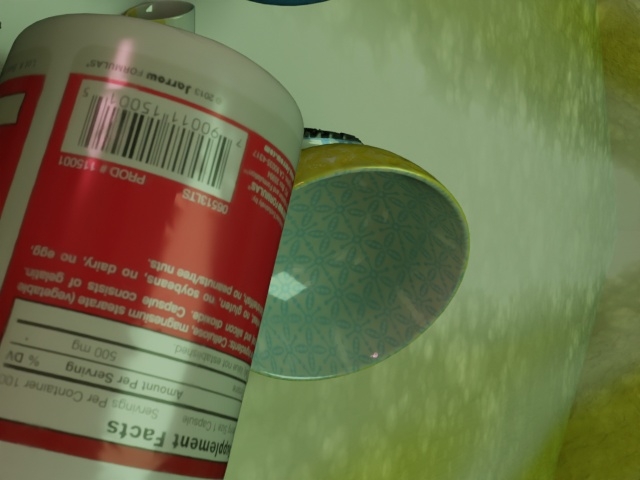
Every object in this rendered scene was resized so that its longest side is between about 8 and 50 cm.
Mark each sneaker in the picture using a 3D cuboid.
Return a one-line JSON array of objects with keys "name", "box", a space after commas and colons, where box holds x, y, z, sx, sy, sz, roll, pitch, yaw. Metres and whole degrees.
[{"name": "sneaker", "box": [0.022, -0.086, 1.055, 0.237, 0.085, 0.086, 20, 84, -57]}]

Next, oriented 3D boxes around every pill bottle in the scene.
[{"name": "pill bottle", "box": [-0.161, 0.069, 0.597, 0.229, 0.229, 0.407, 35, 64, -57]}]

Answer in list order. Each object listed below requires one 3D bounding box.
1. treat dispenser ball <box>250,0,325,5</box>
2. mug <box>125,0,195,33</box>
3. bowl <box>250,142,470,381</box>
[{"name": "treat dispenser ball", "box": [-0.030, -0.349, 0.713, 0.288, 0.288, 0.288, -14, 106, -59]}, {"name": "mug", "box": [-0.150, -0.181, 0.772, 0.062, 0.078, 0.064, -100, -175, -58]}, {"name": "bowl", "box": [0.000, 0.000, 0.917, 0.289, 0.289, 0.156, 63, -1, -43]}]
